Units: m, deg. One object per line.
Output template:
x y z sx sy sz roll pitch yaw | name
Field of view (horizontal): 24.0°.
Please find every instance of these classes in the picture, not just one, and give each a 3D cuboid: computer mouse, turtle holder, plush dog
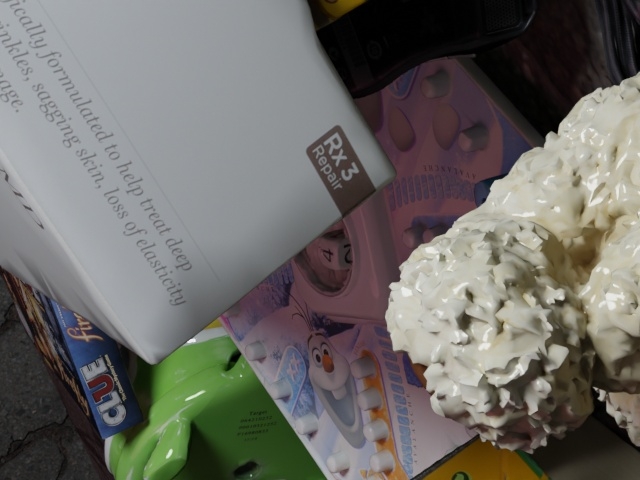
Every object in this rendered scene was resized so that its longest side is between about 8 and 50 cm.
0.085 -0.110 0.793 0.262 0.060 0.184 -22 96 49 | computer mouse
-0.102 0.140 1.420 0.320 0.243 0.227 70 176 -47 | turtle holder
0.193 0.021 0.583 0.225 0.210 0.262 34 -169 39 | plush dog

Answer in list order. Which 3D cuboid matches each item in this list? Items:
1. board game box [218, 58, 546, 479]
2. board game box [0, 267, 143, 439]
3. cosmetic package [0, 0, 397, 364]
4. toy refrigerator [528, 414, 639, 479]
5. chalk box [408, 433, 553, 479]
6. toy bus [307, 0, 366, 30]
0.000 0.000 1.027 0.390 0.050 0.390 53 144 30 | board game box
-0.242 0.055 1.363 0.243 0.042 0.165 36 146 57 | board game box
-0.147 -0.097 0.790 0.217 0.156 0.385 58 164 -21 | cosmetic package
0.193 0.209 0.985 0.269 0.102 0.094 38 152 45 | toy refrigerator
0.091 0.286 0.929 0.179 0.180 0.289 48 160 30 | chalk box
-0.020 -0.194 0.720 0.191 0.104 0.202 44 158 35 | toy bus
